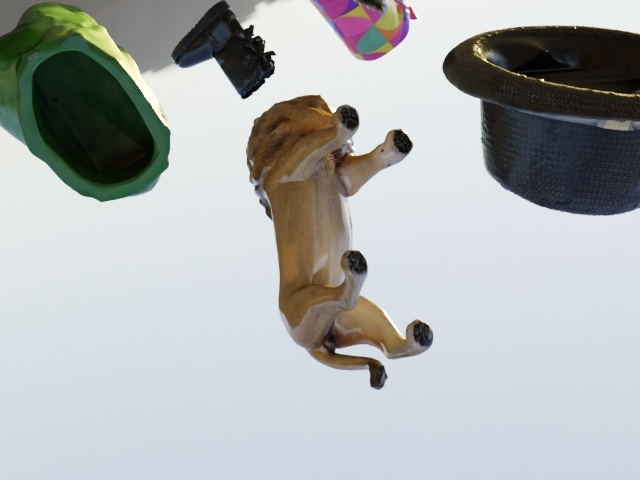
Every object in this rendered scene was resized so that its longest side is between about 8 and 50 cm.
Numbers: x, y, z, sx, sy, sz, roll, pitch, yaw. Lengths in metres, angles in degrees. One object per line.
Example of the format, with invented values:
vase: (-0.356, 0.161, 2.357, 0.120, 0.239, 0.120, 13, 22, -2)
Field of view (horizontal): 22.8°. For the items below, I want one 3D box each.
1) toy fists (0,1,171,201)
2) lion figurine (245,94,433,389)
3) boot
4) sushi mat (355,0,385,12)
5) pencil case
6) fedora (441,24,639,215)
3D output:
toy fists: (-0.198, -0.133, 0.968, 0.096, 0.279, 0.142, -42, -164, 6)
lion figurine: (0.000, 0.000, 1.755, 0.142, 0.392, 0.240, 16, 153, -31)
boot: (-0.108, -0.203, 1.792, 0.045, 0.099, 0.121, -34, 174, -46)
sushi mat: (-0.046, -0.300, 1.368, 0.019, 0.151, 0.316, -58, -150, 25)
pencil case: (0.030, -0.326, 2.008, 0.104, 0.236, 0.104, -14, -122, 24)
fedora: (0.289, -0.121, 1.682, 0.334, 0.152, 0.334, 5, -156, -2)
